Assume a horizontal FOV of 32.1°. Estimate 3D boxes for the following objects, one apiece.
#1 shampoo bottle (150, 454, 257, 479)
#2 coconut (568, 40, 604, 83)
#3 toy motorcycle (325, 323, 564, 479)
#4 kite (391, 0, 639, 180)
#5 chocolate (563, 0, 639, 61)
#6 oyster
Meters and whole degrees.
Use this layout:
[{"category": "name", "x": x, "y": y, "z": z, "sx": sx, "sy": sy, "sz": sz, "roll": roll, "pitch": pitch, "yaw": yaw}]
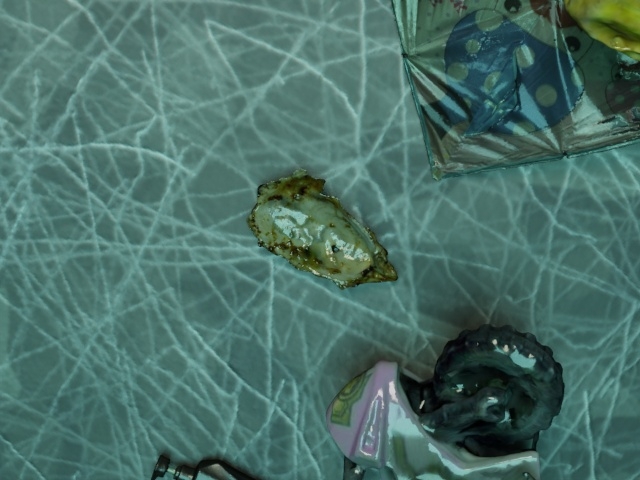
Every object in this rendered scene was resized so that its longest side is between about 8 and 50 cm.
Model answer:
[{"category": "shampoo bottle", "x": -0.080, "y": 0.221, "z": 0.973, "sx": 0.137, "sy": 0.027, "sz": 0.048, "roll": 23, "pitch": 100, "yaw": -5}, {"category": "coconut", "x": 0.262, "y": -0.201, "z": 0.855, "sx": 0.158, "sy": 0.055, "sz": 0.133, "roll": -16, "pitch": 103, "yaw": 20}, {"category": "toy motorcycle", "x": 0.104, "y": 0.212, "z": 0.923, "sx": 0.188, "sy": 0.143, "sz": 0.327, "roll": 0, "pitch": 118, "yaw": 9}, {"category": "kite", "x": 0.172, "y": -0.172, "z": 0.858, "sx": 0.335, "sy": 0.011, "sz": 0.314, "roll": 31, "pitch": 115, "yaw": 2}, {"category": "chocolate", "x": 0.377, "y": -0.116, "z": 0.787, "sx": 0.446, "sy": 0.162, "sz": 0.162, "roll": 14, "pitch": 103, "yaw": -16}, {"category": "oyster", "x": 0.000, "y": -0.001, "z": 0.922, "sx": 0.086, "sy": 0.029, "sz": 0.132, "roll": -32, "pitch": 104, "yaw": 13}]
